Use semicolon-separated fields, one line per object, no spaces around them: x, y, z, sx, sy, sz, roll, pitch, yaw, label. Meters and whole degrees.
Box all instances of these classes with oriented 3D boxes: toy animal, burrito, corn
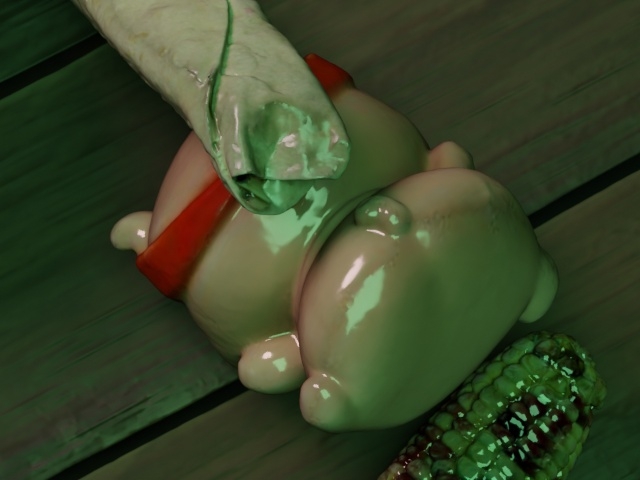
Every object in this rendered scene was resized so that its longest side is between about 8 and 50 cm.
0.000;0.000;0.834;0.171;0.171;0.198;-48;54;-7;toy animal
-0.075;-0.107;0.802;0.082;0.059;0.275;-20;45;-19;burrito
0.056;0.154;0.872;0.086;0.086;0.253;38;81;-4;corn
